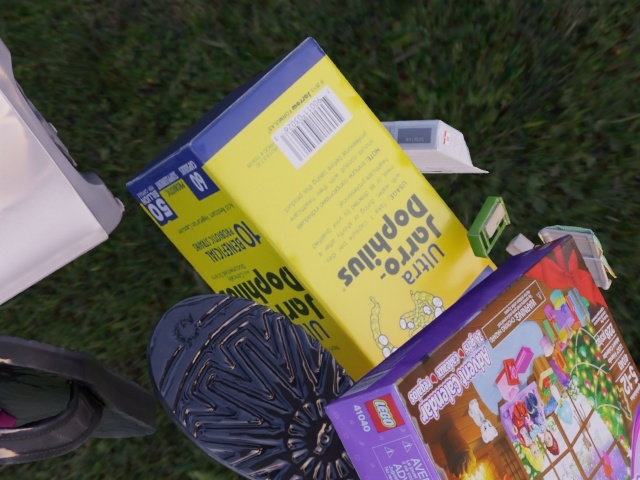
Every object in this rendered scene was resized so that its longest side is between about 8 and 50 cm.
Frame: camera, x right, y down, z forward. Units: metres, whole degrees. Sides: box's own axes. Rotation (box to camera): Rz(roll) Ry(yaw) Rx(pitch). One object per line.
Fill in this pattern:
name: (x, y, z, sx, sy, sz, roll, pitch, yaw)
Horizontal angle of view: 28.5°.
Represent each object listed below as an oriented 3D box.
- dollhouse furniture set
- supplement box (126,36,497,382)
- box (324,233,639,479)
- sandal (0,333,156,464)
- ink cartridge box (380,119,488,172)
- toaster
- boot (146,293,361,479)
dollhouse furniture set: (0.227, -0.002, 1.261, 0.151, 0.059, 0.076, 7, 139, 37)
supplement box: (0.000, 0.000, 1.348, 0.356, 0.194, 0.195, 50, 62, -10)
box: (0.137, 0.133, 0.829, 0.057, 0.293, 0.201, -24, 94, 35)
sandal: (-0.270, 0.159, 1.147, 0.167, 0.446, 0.107, -5, 72, 18)
ink cartridge box: (0.121, -0.118, 1.613, 0.145, 0.179, 0.045, 1, 87, 28)
toaster: (-0.214, -0.048, 0.632, 0.146, 0.227, 0.129, -39, 50, -10)
boot: (-0.036, 0.190, 1.179, 0.348, 0.260, 0.131, 39, 71, -10)
